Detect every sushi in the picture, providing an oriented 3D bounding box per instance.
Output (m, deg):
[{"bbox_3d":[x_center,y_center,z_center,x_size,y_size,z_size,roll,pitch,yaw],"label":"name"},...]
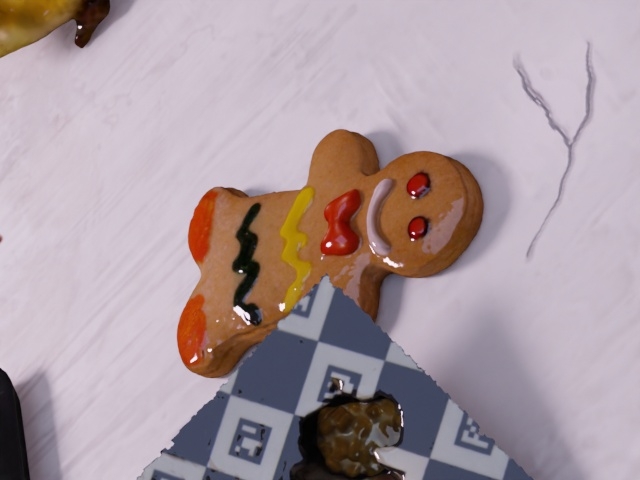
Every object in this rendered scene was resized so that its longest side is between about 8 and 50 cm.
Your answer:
[{"bbox_3d":[-0.005,0.208,1.196,0.290,0.050,0.264,-50,60,7],"label":"sushi"}]

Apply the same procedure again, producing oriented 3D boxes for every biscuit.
[{"bbox_3d":[0.000,0.000,1.306,0.250,0.036,0.165,-16,60,34],"label":"biscuit"}]

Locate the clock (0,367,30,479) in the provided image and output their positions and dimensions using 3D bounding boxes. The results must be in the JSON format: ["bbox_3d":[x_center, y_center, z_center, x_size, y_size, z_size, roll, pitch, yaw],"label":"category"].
[{"bbox_3d":[-0.343,0.231,1.386,0.273,0.049,0.279,-15,56,0],"label":"clock"}]

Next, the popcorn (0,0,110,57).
[{"bbox_3d":[-0.284,-0.328,1.570,0.297,0.281,0.316,-46,31,36],"label":"popcorn"}]
